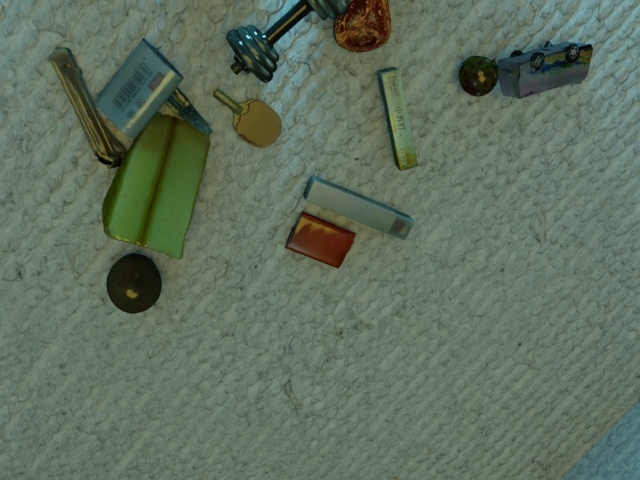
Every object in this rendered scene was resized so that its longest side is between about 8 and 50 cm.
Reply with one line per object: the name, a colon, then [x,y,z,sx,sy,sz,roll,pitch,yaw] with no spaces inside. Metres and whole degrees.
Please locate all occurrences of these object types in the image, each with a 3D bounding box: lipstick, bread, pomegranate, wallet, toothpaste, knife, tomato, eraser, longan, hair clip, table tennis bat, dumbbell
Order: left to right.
knife: [-0.673,-0.378,1.670,0.089,0.043,0.366,-35,114,-32]
longan: [-0.587,0.135,1.817,0.167,0.167,0.187,5,97,-12]
eraser: [-0.513,-0.428,1.625,0.227,0.081,0.174,-48,71,11]
bread: [-0.461,-0.177,1.674,0.233,0.245,0.362,19,104,-29]
hair clip: [-0.408,-0.395,1.701,0.229,0.036,0.066,45,72,-11]
table tennis bat: [-0.225,-0.379,1.757,0.234,0.022,0.131,34,102,-21]
dumbbell: [-0.091,-0.602,1.588,0.406,0.179,0.179,-37,113,14]
wallet: [0.000,0.000,1.927,0.204,0.045,0.142,22,108,-16]
lipstick: [0.126,-0.106,1.892,0.371,0.076,0.080,21,107,-16]
tomato: [0.113,-0.638,1.682,0.174,0.082,0.167,-16,113,-7]
toothpaste: [0.243,-0.380,1.802,0.070,0.089,0.313,-14,113,1]
pomegranate: [0.492,-0.510,1.776,0.130,0.130,0.130,-3,111,-9]

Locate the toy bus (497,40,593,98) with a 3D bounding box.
toy bus: [0.685,-0.527,1.769,0.316,0.112,0.138,-20,119,-22]
